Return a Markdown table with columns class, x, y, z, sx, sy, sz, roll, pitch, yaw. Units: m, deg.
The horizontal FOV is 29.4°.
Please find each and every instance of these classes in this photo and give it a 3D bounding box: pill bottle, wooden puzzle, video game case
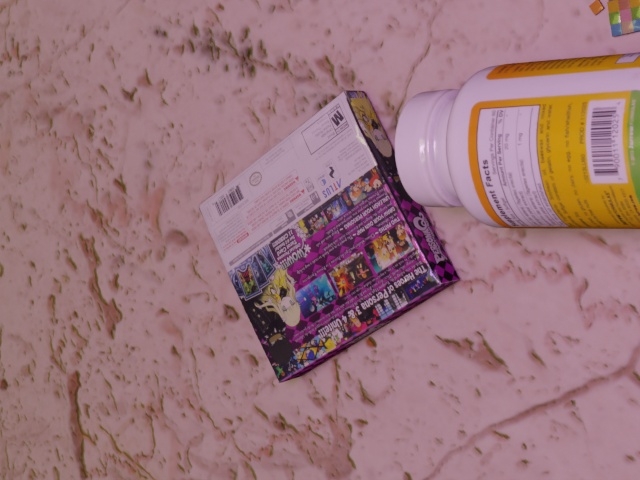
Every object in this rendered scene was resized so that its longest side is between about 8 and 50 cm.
| class | x | y | z | sx | sy | sz | roll | pitch | yaw |
| --- | --- | --- | --- | --- | --- | --- | --- | --- | --- |
| pill bottle | 0.188 | -0.078 | 0.986 | 0.246 | 0.136 | 0.136 | 1 | 96 | 38 |
| wooden puzzle | 0.258 | -0.196 | 0.998 | 0.083 | 0.006 | 0.049 | -7 | 91 | 39 |
| video game case | 0.000 | 0.000 | 1.205 | 0.232 | 0.042 | 0.210 | -36 | 74 | 36 |
